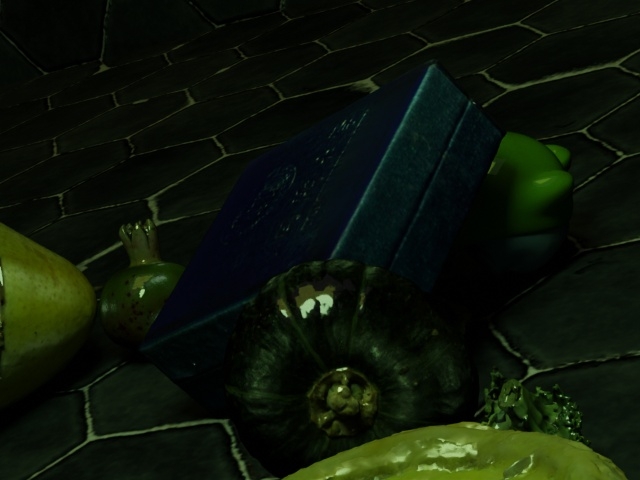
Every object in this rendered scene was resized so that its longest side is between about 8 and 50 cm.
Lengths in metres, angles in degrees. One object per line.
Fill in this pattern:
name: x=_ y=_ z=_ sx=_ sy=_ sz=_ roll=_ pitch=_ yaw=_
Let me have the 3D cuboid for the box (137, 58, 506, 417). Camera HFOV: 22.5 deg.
box: x=0.000 y=0.000 z=1.443 sx=0.279 sy=0.116 sz=0.261 roll=-25 pitch=27 yaw=45

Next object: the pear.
pear: x=-0.325 y=0.083 z=1.705 sx=0.178 sy=0.266 sz=0.267 roll=5 pitch=0 yaw=-38

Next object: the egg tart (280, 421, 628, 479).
egg tart: x=0.026 y=0.231 z=0.936 sx=0.345 sy=0.132 sz=0.345 roll=-17 pitch=18 yaw=6

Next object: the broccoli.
broccoli: x=0.150 y=0.139 z=1.152 sx=0.095 sy=0.092 sz=0.097 roll=-5 pitch=51 yaw=40

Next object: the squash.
squash: x=0.024 y=0.106 z=1.216 sx=0.193 sy=0.193 sz=0.156 roll=-10 pitch=5 yaw=28

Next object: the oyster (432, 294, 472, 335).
oyster: x=0.052 y=0.098 z=1.425 sx=0.177 sy=0.056 sz=0.105 roll=-29 pitch=17 yaw=-8

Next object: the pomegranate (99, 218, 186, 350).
pomegranate: x=-0.178 y=0.049 z=1.679 sx=0.115 sy=0.142 sz=0.114 roll=-8 pitch=2 yaw=0

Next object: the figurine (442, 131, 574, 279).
figurine: x=0.126 y=-0.012 z=1.559 sx=0.263 sy=0.143 sz=0.162 roll=-26 pitch=10 yaw=16
